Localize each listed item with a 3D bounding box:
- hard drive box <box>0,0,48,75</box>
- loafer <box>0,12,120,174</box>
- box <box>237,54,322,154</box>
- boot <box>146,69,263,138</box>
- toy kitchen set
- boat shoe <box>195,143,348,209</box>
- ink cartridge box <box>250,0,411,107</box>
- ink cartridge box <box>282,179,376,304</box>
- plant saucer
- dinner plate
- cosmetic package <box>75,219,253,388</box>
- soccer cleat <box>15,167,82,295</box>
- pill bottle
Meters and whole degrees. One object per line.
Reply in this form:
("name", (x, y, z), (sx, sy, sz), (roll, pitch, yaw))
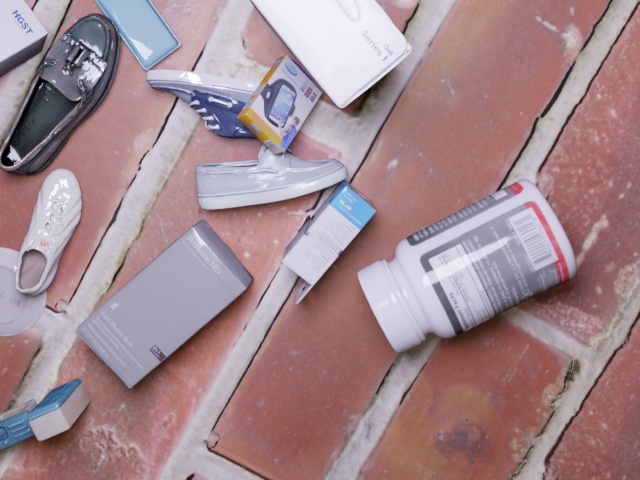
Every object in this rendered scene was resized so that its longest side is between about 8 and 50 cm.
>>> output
("hard drive box", (-0.528, -0.288, 1.184), (0.232, 0.089, 0.181), (-40, 100, -23))
("loafer", (-0.377, -0.204, 1.245), (0.096, 0.084, 0.268), (33, 102, -4))
("box", (-0.053, -0.201, 1.241), (0.081, 0.028, 0.136), (43, 64, -26))
("boot", (-0.162, -0.196, 1.258), (0.189, 0.069, 0.086), (7, 95, -2))
("toy kitchen set", (-0.489, 0.232, 1.306), (0.207, 0.122, 0.166), (-24, 99, 4))
("boat shoe", (-0.076, -0.102, 1.270), (0.227, 0.079, 0.081), (-10, 104, 5))
("ink cartridge box", (0.004, -0.286, 1.138), (0.117, 0.278, 0.201), (-39, 97, 6))
("ink cartridge box", (0.000, 0.000, 1.275), (0.060, 0.104, 0.180), (40, 97, -6))
("plant saucer", (-0.285, -0.345, 1.260), (0.067, 0.018, 0.192), (-35, 99, 6))
("dinner plate", (-0.495, 0.081, 1.335), (0.141, 0.017, 0.141), (0, 101, -1))
("cosmetic package", (-0.228, 0.092, 1.293), (0.238, 0.107, 0.127), (-42, 94, 10))
("soccer cleat", (-0.404, -0.011, 1.283), (0.068, 0.076, 0.196), (17, 93, -3))
("pill bottle", (0.208, 0.043, 1.255), (0.283, 0.161, 0.161), (-27, 99, 5))
